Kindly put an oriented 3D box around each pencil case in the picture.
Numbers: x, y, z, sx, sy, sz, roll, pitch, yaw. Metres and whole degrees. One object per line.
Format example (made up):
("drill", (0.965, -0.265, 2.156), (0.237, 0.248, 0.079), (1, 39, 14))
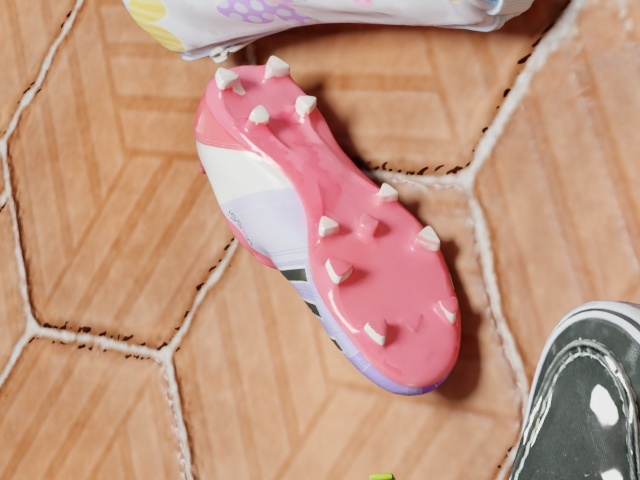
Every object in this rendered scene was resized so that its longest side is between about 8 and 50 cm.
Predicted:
("pencil case", (0.002, -0.173, 0.951), (0.273, 0.113, 0.124), (-1, 84, 42))

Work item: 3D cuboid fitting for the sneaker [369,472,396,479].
("sneaker", (0.053, 0.236, 0.839), (0.084, 0.097, 0.235), (-5, 94, 9))

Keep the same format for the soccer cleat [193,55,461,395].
("soccer cleat", (0.000, 0.000, 0.949), (0.248, 0.083, 0.095), (55, 147, 30))

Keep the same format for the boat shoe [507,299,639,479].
("boat shoe", (0.115, 0.176, 0.768), (0.113, 0.105, 0.306), (2, 82, 43))
